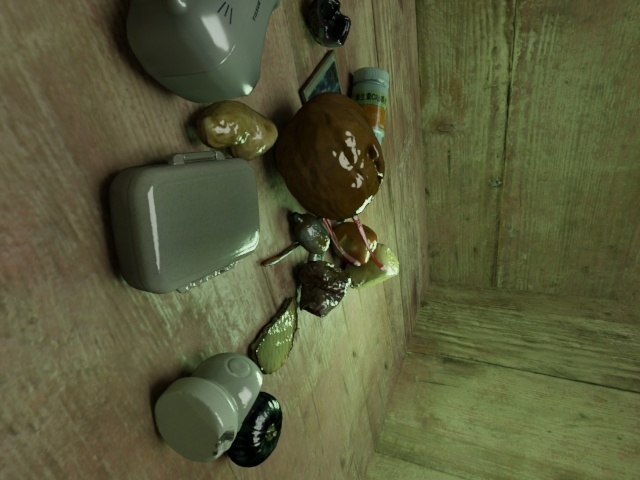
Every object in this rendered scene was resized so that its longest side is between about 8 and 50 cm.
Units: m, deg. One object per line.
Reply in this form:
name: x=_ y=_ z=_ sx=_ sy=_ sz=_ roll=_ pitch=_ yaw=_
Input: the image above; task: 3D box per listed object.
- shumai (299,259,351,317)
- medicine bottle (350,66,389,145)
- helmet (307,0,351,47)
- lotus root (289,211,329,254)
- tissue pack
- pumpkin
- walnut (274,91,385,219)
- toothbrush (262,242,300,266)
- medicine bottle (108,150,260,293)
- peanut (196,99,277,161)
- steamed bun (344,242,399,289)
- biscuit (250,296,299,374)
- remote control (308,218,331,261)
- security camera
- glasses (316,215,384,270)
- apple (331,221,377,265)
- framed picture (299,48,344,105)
shumai: x=-0.009 y=0.175 z=1.540 sx=0.185 sy=0.184 sz=0.218 roll=-52 pitch=172 yaw=12
medicine bottle: x=0.201 y=-0.549 z=1.811 sx=0.158 sy=0.158 sz=0.318 roll=9 pitch=87 yaw=-65
helmet: x=0.014 y=-0.735 z=1.444 sx=0.177 sy=0.107 sz=0.153 roll=43 pitch=56 yaw=-36
lotus root: x=-0.038 y=-0.031 z=1.462 sx=0.192 sy=0.088 sz=0.113 roll=49 pitch=40 yaw=-37
tissue pack: x=-0.226 y=-0.459 z=0.822 sx=0.236 sy=0.230 sz=0.333 roll=41 pitch=57 yaw=-61
pumpkin: x=-0.184 y=0.529 z=1.204 sx=0.202 sy=0.140 sz=0.201 roll=2 pitch=90 yaw=-66
walnut: x=0.041 y=-0.254 z=1.332 sx=0.398 sy=0.308 sz=0.354 roll=57 pitch=48 yaw=-42
toothbrush: x=-0.104 y=0.036 z=1.423 sx=0.321 sy=0.023 sz=0.031 roll=-26 pitch=115 yaw=-62
medicine bottle: x=-0.271 y=-0.049 z=0.928 sx=0.375 sy=0.123 sz=0.282 roll=-28 pitch=121 yaw=-60
peanut: x=-0.202 y=-0.266 z=1.038 sx=0.253 sy=0.122 sz=0.137 roll=6 pitch=83 yaw=-63
steamed bun: x=0.218 y=0.114 z=1.911 sx=0.273 sy=0.232 sz=0.166 roll=4 pitch=63 yaw=-65
biscuit: x=-0.139 y=0.329 z=1.384 sx=0.273 sy=0.036 sz=0.187 roll=-49 pitch=137 yaw=-53
remote control: x=0.000 y=0.000 z=1.631 sx=0.087 sy=0.029 sz=0.190 roll=43 pitch=56 yaw=-60
security camera: x=-0.241 y=0.368 z=1.005 sx=0.236 sy=0.195 sz=0.194 roll=-35 pitch=126 yaw=-65
glasses: x=0.099 y=0.006 z=1.525 sx=0.118 sy=0.234 sz=0.268 roll=-32 pitch=106 yaw=-24
apple: x=0.135 y=0.005 z=1.761 sx=0.199 sy=0.199 sz=0.199 roll=5 pitch=90 yaw=-65
framed picture: x=0.017 y=-0.527 z=1.577 sx=0.232 sy=0.024 sz=0.315 roll=71 pitch=35 yaw=-44
